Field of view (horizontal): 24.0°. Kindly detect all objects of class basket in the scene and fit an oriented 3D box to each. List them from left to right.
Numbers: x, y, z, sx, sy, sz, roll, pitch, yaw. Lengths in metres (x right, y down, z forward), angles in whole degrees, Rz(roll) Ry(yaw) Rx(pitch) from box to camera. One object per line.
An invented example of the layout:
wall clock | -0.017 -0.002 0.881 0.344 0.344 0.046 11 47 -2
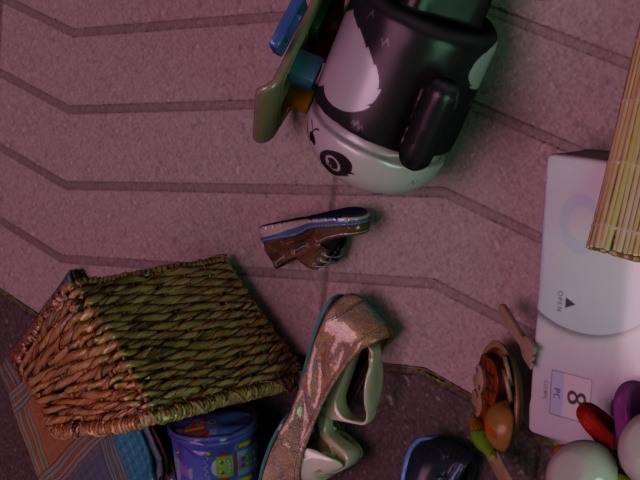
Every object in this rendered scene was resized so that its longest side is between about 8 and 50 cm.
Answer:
basket | -0.206 0.177 1.904 0.223 0.299 0.213 53 126 21

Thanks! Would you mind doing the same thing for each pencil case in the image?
pencil case | -0.134 0.361 1.971 0.133 0.119 0.306 -136 41 -64

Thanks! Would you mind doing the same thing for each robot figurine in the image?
robot figurine | 0.089 -0.186 1.677 0.173 0.209 0.278 28 115 11

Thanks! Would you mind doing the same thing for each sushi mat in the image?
sushi mat | 0.361 -0.128 1.481 0.151 0.019 0.317 9 80 36

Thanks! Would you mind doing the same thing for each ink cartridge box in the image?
ink cartridge box | 0.398 0.085 1.515 0.385 0.091 0.308 12 105 40

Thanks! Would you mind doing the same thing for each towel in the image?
towel | -0.350 0.263 2.174 0.271 0.040 0.370 -49 56 33

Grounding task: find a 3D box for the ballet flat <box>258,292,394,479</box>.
ballet flat | 0.010 0.219 1.860 0.106 0.107 0.316 30 117 25

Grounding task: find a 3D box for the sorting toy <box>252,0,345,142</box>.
sorting toy | -0.011 -0.212 1.732 0.047 0.348 0.196 28 75 4

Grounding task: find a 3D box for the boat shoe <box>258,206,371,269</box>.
boat shoe | 0.000 0.000 1.863 0.183 0.066 0.066 -9 96 51

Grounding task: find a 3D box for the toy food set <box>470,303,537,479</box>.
toy food set | 0.191 0.175 1.682 0.132 0.038 0.192 -117 29 -61

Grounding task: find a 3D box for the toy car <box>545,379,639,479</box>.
toy car | 0.311 0.207 1.489 0.182 0.159 0.136 -28 51 27

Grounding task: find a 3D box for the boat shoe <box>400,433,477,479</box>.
boat shoe | 0.134 0.362 1.774 0.089 0.109 0.258 10 105 35
